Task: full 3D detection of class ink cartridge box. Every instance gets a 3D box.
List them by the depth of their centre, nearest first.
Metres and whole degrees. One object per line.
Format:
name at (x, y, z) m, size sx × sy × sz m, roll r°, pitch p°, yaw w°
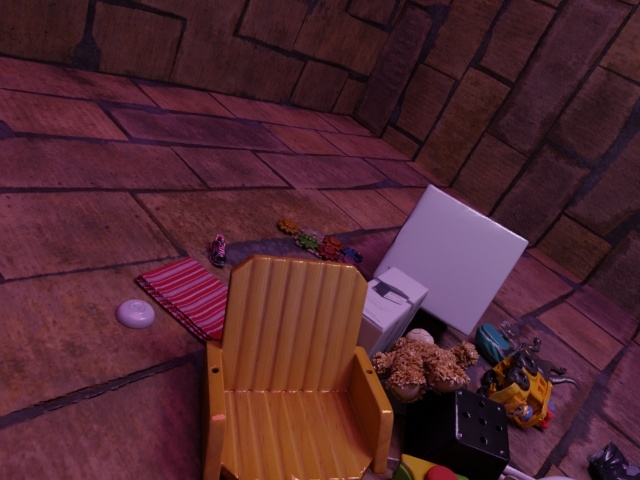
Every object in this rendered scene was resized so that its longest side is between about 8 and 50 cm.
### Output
ink cartridge box at (0.131, 0.221, 1.233) m, size 0.129 × 0.223 × 0.308 m, roll 36°, pitch 28°, yaw 20°

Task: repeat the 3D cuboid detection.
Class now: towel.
towel at (-0.303, 0.143, 1.193) m, size 0.275 × 0.031 × 0.199 m, roll 36°, pitch 27°, yaw 17°

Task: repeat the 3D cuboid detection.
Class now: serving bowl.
serving bowl at (-0.414, 0.160, 1.063) m, size 0.084 × 0.027 × 0.083 m, roll 20°, pitch 27°, yaw -11°

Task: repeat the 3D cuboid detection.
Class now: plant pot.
plant pot at (0.307, 0.429, 1.039) m, size 0.188 × 0.166 × 0.187 m, roll 23°, pitch 43°, yaw -5°

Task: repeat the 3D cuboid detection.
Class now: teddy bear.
teddy bear at (0.239, 0.281, 1.107) m, size 0.338 × 0.245 × 0.112 m, roll -9°, pitch 84°, yaw -66°

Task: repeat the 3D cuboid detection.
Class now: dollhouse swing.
dollhouse swing at (-0.032, 0.237, 0.901) m, size 0.347 × 0.304 × 0.315 m, roll 7°, pitch 26°, yaw -19°

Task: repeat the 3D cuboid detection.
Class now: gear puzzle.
gear puzzle at (0.000, 0.000, 1.702) m, size 0.339 × 0.044 × 0.175 m, roll 29°, pitch 27°, yaw 4°

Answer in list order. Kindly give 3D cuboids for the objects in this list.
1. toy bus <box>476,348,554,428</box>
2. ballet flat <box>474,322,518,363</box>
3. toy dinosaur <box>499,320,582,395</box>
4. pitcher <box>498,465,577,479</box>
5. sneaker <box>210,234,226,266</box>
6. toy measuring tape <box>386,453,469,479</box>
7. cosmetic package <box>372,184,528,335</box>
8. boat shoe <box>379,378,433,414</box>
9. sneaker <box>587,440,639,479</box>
toy bus at (0.577, 0.453, 1.344) m, size 0.211 × 0.149 × 0.220 m, roll 51°, pitch 34°, yaw 10°
ballet flat at (0.596, 0.380, 1.524) m, size 0.083 × 0.087 × 0.247 m, roll -13°, pitch 48°, yaw -34°
toy dinosaur at (0.708, 0.414, 1.572) m, size 0.161 × 0.120 × 0.313 m, roll -8°, pitch 46°, yaw -31°
pitcher at (0.510, 0.582, 1.072) m, size 0.207 × 0.125 × 0.177 m, roll 12°, pitch 13°, yaw -6°
sneaker at (-0.294, 0.026, 1.378) m, size 0.047 × 0.057 × 0.119 m, roll 13°, pitch 31°, yaw -30°
toy measuring tape at (0.166, 0.489, 0.931) m, size 0.331 × 0.121 × 0.121 m, roll 17°, pitch 27°, yaw 1°
cosmetic package at (0.392, 0.056, 1.523) m, size 0.328 × 0.329 × 0.394 m, roll 32°, pitch 5°, yaw 8°
boat shoe at (0.232, 0.392, 1.195) m, size 0.229 × 0.080 × 0.076 m, roll 14°, pitch 5°, yaw -11°
sneaker at (0.850, 0.632, 1.288) m, size 0.269 × 0.101 × 0.153 m, roll 9°, pitch 34°, yaw -27°
